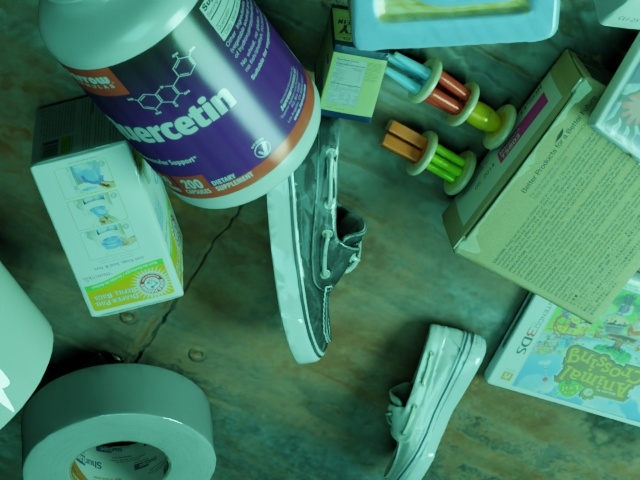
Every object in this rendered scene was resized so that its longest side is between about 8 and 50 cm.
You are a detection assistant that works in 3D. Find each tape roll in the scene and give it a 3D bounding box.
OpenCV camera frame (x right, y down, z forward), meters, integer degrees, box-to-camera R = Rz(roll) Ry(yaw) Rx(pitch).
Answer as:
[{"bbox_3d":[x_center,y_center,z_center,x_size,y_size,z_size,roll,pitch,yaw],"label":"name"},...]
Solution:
[{"bbox_3d":[-0.426,0.103,1.953,0.246,0.246,0.169,-25,123,14],"label":"tape roll"},{"bbox_3d":[-0.230,0.232,2.125,0.219,0.072,0.219,-6,140,-5],"label":"tape roll"}]

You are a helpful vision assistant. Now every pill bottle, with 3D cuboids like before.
[{"bbox_3d":[-0.145,-0.186,1.772,0.181,0.181,0.323,-26,134,15],"label":"pill bottle"}]

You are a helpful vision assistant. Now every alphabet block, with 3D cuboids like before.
[{"bbox_3d":[0.116,-0.307,1.724,0.193,0.197,0.192,-2,124,-2],"label":"alphabet block"}]

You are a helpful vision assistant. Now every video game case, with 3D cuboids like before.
[{"bbox_3d":[0.323,0.115,2.134,0.212,0.023,0.193,17,123,-14],"label":"video game case"},{"bbox_3d":[0.388,-0.153,1.885,0.183,0.023,0.201,33,84,-21],"label":"video game case"}]

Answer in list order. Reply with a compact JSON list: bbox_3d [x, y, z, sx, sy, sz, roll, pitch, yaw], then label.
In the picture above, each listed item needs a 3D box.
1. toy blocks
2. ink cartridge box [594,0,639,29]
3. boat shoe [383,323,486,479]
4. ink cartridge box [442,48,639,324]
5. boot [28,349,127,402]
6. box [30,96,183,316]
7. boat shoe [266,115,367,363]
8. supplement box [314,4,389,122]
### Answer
[{"bbox_3d":[0.110,-0.126,1.936,0.148,0.054,0.123,29,118,-21],"label":"toy blocks"},{"bbox_3d":[0.306,-0.369,1.581,0.066,0.296,0.261,3,156,-27],"label":"ink cartridge box"},{"bbox_3d":[0.112,0.191,2.153,0.075,0.083,0.226,23,110,-4],"label":"boat shoe"},{"bbox_3d":[0.273,-0.054,1.961,0.193,0.088,0.235,28,112,-20],"label":"ink cartridge box"},{"bbox_3d":[-0.279,0.157,2.119,0.099,0.045,0.121,-34,127,22],"label":"boot"},{"bbox_3d":[-0.219,-0.038,1.944,0.103,0.114,0.203,-14,125,5],"label":"box"},{"bbox_3d":[0.000,0.000,1.994,0.102,0.108,0.301,-5,118,2],"label":"boat shoe"},{"bbox_3d":[0.031,-0.178,1.878,0.056,0.083,0.083,9,125,-10],"label":"supplement box"}]
